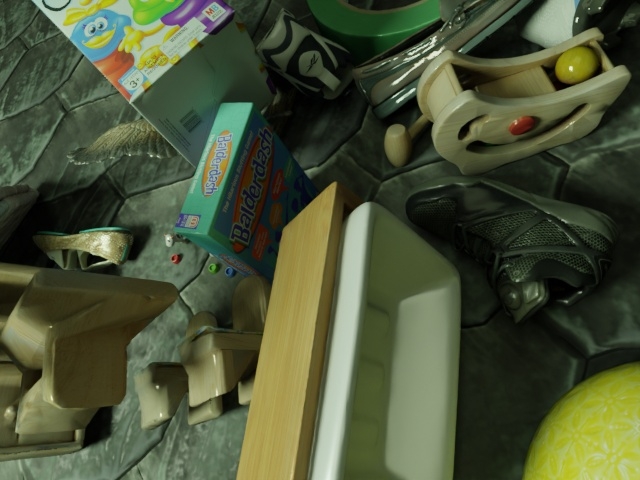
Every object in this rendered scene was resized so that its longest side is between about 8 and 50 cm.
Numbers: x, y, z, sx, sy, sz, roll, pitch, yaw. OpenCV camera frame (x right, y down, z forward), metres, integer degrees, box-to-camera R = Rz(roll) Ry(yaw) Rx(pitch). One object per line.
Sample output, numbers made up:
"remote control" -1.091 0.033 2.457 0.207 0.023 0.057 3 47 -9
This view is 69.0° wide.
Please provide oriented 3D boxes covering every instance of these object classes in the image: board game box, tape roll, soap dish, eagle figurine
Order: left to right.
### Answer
"board game box" -0.207 -0.245 0.561 0.142 0.144 0.275 -44 69 -4
"eagle figurine" -0.204 -0.184 0.692 0.226 0.298 0.225 -88 21 -57
"board game box" -0.075 -0.040 0.576 0.047 0.210 0.160 6 71 25
"soap dish" 0.041 0.125 0.455 0.118 0.229 0.291 -9 63 37
"tape roll" 0.136 -0.423 0.741 0.321 0.077 0.321 -9 65 19

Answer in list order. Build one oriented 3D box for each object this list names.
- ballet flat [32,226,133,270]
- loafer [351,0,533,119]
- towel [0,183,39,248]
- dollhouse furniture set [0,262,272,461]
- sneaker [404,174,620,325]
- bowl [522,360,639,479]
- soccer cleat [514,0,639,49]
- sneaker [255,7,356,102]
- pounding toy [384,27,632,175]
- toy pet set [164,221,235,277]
"ballet flat" -0.401 0.016 0.772 0.206 0.073 0.067 -3 81 25
"loafer" 0.156 -0.268 0.603 0.267 0.084 0.096 -35 13 28
"towel" -0.605 0.052 0.757 0.332 0.053 0.317 -52 22 -7
"dollhouse furniture set" -0.308 0.093 0.542 0.394 0.362 0.256 -35 55 40
"sneaker" 0.186 0.006 0.508 0.227 0.087 0.130 21 57 24
"bowl" 0.301 0.221 0.334 0.289 0.156 0.289 -9 65 18
"soccer cleat" 0.392 -0.365 0.588 0.331 0.116 0.143 -40 39 -5
"sneaker" -0.020 -0.282 0.737 0.094 0.153 0.235 -52 20 10
"pounding toy" 0.194 -0.186 0.563 0.269 0.154 0.155 -19 61 13
"toy pet set" -0.175 -0.018 0.692 0.122 0.065 0.114 9 71 25
